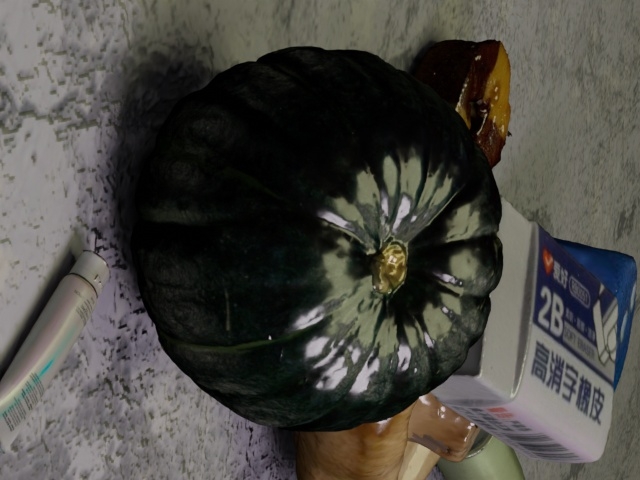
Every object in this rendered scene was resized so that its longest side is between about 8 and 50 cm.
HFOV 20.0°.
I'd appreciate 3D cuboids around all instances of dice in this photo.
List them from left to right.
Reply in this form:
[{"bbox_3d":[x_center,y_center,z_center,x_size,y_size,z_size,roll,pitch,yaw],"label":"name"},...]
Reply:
[{"bbox_3d":[0.217,0.071,1.720,0.146,0.143,0.146,12,88,-73],"label":"dice"}]

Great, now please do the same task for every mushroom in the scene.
[{"bbox_3d":[0.055,0.093,1.284,0.278,0.146,0.278,-61,166,-26],"label":"mushroom"}]

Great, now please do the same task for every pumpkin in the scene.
[{"bbox_3d":[0.000,0.000,1.025,0.220,0.162,0.220,-10,108,-32],"label":"pumpkin"}]

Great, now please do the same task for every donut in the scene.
[{"bbox_3d":[0.109,-0.098,1.459,0.140,0.059,0.140,12,90,-69],"label":"donut"}]

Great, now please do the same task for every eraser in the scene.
[{"bbox_3d":[0.128,0.062,1.186,0.210,0.068,0.124,37,59,-55],"label":"eraser"}]

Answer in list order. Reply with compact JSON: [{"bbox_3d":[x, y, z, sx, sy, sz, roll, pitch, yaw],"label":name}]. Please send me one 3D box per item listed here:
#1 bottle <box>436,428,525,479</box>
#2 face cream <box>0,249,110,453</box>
[{"bbox_3d":[0.146,0.203,1.696,0.201,0.072,0.072,61,44,-61],"label":"bottle"},{"bbox_3d":[-0.140,0.055,0.932,0.038,0.020,0.115,76,33,-50],"label":"face cream"}]
